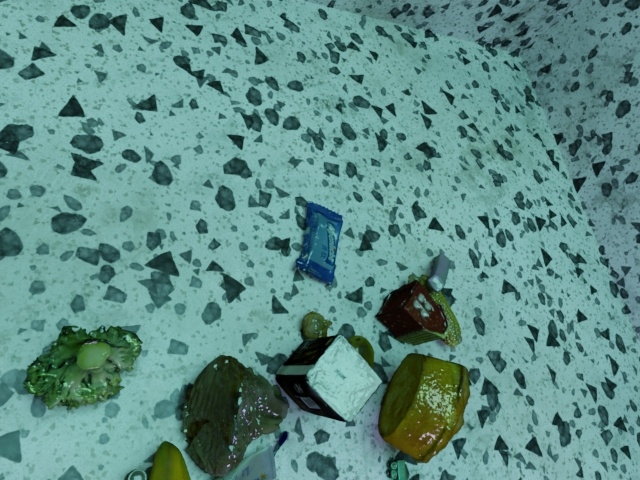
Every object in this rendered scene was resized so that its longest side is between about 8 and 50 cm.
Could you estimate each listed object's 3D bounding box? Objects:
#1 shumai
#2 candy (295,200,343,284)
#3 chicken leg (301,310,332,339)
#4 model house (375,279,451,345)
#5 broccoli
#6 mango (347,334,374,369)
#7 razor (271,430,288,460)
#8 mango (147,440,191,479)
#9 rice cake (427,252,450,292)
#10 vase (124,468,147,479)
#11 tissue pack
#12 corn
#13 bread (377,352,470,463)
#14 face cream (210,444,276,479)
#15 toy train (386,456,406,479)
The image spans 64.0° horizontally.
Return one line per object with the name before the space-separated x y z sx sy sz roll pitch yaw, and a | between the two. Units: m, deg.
shumai | -0.262 0.530 1.600 0.283 0.217 0.346 15 70 -61
candy | 0.000 0.000 2.028 0.187 0.077 0.331 26 57 -26
chicken leg | -0.001 0.356 1.859 0.101 0.085 0.208 -15 84 -49
model house | 0.377 0.314 2.025 0.254 0.196 0.160 48 54 -4
broccoli | -0.625 0.337 1.392 0.248 0.245 0.288 43 58 -18
mango | 0.141 0.448 1.884 0.137 0.098 0.195 -2 74 -35
razor | -0.147 0.678 1.646 0.044 0.028 0.154 45 54 -5
mango | -0.415 0.713 1.391 0.176 0.119 0.317 43 37 -61
rice cake | 0.506 0.131 2.171 0.073 0.056 0.365 48 24 1
vase | -0.508 0.654 1.399 0.053 0.100 0.053 12 62 -23
tissue pack | 0.010 0.436 1.623 0.198 0.370 0.210 -40 93 -23
corn | 0.476 0.286 2.138 0.130 0.130 0.347 -34 89 -37
bread | 0.358 0.573 1.791 0.215 0.398 0.398 27 56 -3
face cream | -0.232 0.717 1.550 0.224 0.070 0.114 -12 99 -34
toy train | 0.272 0.844 1.809 0.071 0.038 0.148 12 61 -28
